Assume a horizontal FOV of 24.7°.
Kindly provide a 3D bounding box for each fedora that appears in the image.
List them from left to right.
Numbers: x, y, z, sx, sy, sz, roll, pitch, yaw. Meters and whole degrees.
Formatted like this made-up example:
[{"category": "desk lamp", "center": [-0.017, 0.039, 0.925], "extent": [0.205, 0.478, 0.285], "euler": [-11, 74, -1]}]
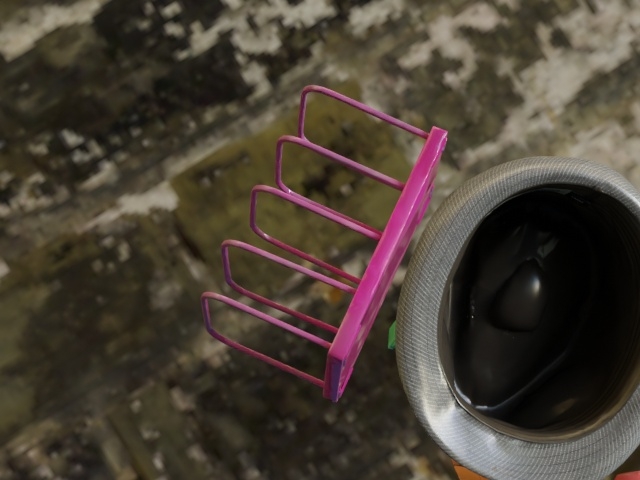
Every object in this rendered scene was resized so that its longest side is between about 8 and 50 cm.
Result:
[{"category": "fedora", "center": [0.173, 0.066, 1.227], "extent": [0.124, 0.243, 0.275], "euler": [163, -58, -79]}]

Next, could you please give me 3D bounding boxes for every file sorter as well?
[{"category": "file sorter", "center": [0.000, 0.000, 1.681], "extent": [0.202, 0.182, 0.291], "euler": [95, 19, -71]}]

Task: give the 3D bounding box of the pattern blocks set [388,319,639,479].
[{"category": "pattern blocks set", "center": [0.221, 0.122, 1.396], "extent": [0.285, 0.325, 0.026], "euler": [-66, 160, 7]}]
